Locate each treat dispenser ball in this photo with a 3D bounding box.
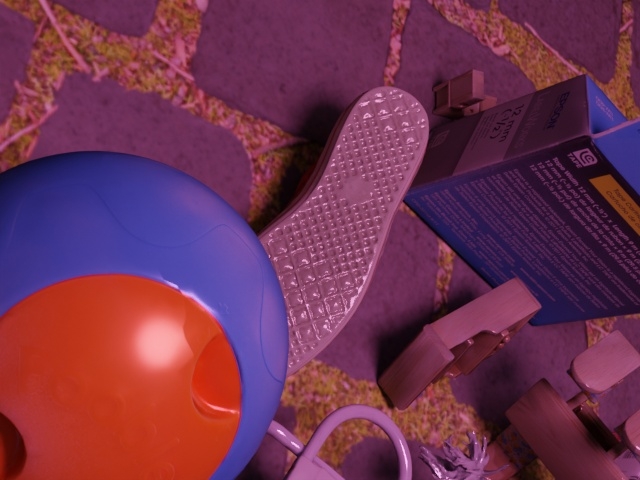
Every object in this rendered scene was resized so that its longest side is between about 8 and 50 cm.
[{"bbox_3d":[-0.168,0.077,0.826,0.288,0.288,0.288,9,74,-35],"label":"treat dispenser ball"}]

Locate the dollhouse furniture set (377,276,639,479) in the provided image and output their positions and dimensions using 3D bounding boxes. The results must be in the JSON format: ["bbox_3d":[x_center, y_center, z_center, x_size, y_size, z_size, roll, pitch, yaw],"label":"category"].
[{"bbox_3d":[0.205,0.181,1.134,0.161,0.212,0.242,-23,67,-39],"label":"dollhouse furniture set"}]

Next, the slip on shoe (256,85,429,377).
[{"bbox_3d":[0.000,0.000,1.086,0.123,0.101,0.331,31,73,-3],"label":"slip on shoe"}]

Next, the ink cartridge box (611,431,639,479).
[{"bbox_3d":[0.342,0.284,1.273,0.135,0.099,0.056,-45,108,-33],"label":"ink cartridge box"}]

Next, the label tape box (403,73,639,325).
[{"bbox_3d":[0.288,-0.040,1.150,0.249,0.348,0.115,42,58,-22],"label":"label tape box"}]

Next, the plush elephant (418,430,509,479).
[{"bbox_3d":[0.214,0.349,0.992,0.272,0.255,0.330,-35,111,9],"label":"plush elephant"}]

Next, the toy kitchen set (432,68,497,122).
[{"bbox_3d":[0.182,-0.144,1.267,0.083,0.075,0.068,8,76,-31],"label":"toy kitchen set"}]

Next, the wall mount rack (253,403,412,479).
[{"bbox_3d":[-0.013,0.332,0.991,0.304,0.130,0.350,44,58,-16],"label":"wall mount rack"}]
